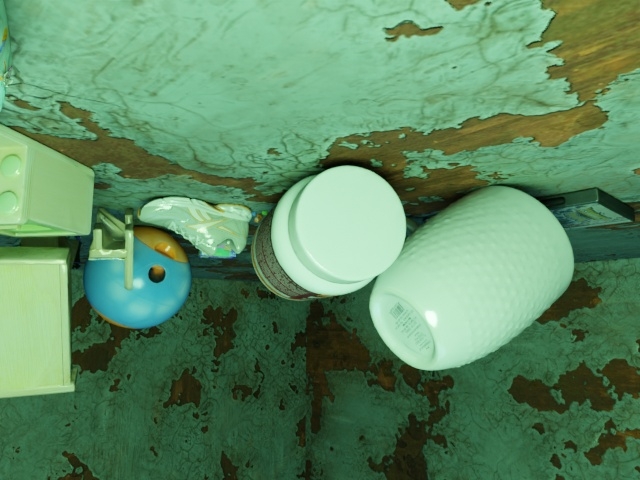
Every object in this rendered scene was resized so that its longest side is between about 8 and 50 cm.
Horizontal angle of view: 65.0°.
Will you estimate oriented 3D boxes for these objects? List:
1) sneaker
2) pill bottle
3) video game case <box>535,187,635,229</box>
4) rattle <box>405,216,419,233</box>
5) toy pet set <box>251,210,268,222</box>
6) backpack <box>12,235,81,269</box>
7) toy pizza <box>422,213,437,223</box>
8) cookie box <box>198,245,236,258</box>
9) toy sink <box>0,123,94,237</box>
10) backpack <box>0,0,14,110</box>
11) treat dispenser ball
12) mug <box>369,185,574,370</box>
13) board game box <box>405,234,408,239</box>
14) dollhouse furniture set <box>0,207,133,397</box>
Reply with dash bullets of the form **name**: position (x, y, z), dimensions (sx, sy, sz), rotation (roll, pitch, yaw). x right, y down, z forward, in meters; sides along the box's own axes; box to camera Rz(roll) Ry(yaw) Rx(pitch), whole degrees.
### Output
- **sneaker**: position (-0.278, -0.027, 1.135), dimensions (0.262, 0.121, 0.099), rotation (5, 168, -29)
- **pill bottle**: position (0.000, 0.000, 0.979), dimensions (0.223, 0.224, 0.392), rotation (3, 171, -15)
- **video game case**: position (0.566, -0.061, 1.188), dimensions (0.274, 0.035, 0.248), rotation (9, 167, -44)
- **rattle**: position (0.227, 0.013, 1.330), dimensions (0.199, 0.130, 0.143), rotation (6, 158, -19)
- **toy pet set**: position (-0.100, -0.033, 1.268), dimensions (0.122, 0.065, 0.114), rotation (-3, 170, 19)
- **backpack**: position (-0.814, 0.027, 1.470), dimensions (0.158, 0.117, 0.173), rotation (-6, 169, 34)
- **toy pizza**: position (0.369, -0.041, 1.317), dimensions (0.201, 0.032, 0.201), rotation (0, 171, 0)
- **cookie box**: position (-0.261, -0.010, 1.275), dimensions (0.091, 0.107, 0.040), rotation (3, 169, -24)
- **toy sink**: position (-0.494, -0.079, 0.788), dimensions (0.152, 0.131, 0.234), rotation (-2, 170, 8)
- **backpack**: position (-0.320, -0.146, 0.368), dimensions (0.165, 0.145, 0.188), rotation (-2, 175, -25)
- **treat dispenser ball**: position (-0.508, 0.103, 1.408), dimensions (0.287, 0.289, 0.288), rotation (0, 171, 0)
- **mug**: position (0.248, 0.100, 0.996), dimensions (0.328, 0.276, 0.374), rotation (-30, 174, -29)
- **board game box**: position (0.198, 0.021, 1.390), dimensions (0.133, 0.033, 0.168), rotation (-24, -143, -37)
- **dollhouse furniture set**: position (-0.570, 0.095, 1.013), dimensions (0.361, 0.257, 0.394), rotation (1, -164, -21)
